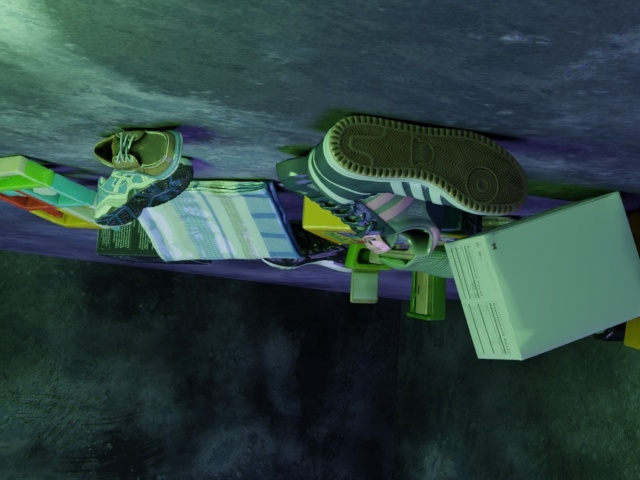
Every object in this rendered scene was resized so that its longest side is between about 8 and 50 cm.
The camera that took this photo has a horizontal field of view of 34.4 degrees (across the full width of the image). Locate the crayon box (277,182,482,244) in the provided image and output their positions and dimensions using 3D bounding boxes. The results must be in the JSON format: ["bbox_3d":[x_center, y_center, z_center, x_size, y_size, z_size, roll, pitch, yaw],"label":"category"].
[{"bbox_3d":[0.106,-0.043,1.799,0.322,0.083,0.203,2,173,19],"label":"crayon box"}]

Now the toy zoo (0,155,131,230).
[{"bbox_3d":[-0.464,-0.072,1.815,0.192,0.030,0.293,-2,159,40],"label":"toy zoo"}]

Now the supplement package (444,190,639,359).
[{"bbox_3d":[0.369,0.059,1.671,0.261,0.204,0.145,-17,180,-19],"label":"supplement package"}]

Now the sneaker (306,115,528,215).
[{"bbox_3d":[0.118,-0.086,1.341,0.282,0.099,0.153,13,166,-18],"label":"sneaker"}]

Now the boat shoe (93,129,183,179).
[{"bbox_3d":[-0.253,-0.118,1.414,0.066,0.066,0.183,10,171,-37],"label":"boat shoe"}]

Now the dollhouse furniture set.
[{"bbox_3d":[0.192,0.086,2.025,0.197,0.151,0.301,3,-179,-23],"label":"dollhouse furniture set"}]

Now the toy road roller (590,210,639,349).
[{"bbox_3d":[0.621,0.081,1.775,0.202,0.241,0.329,5,-173,-22],"label":"toy road roller"}]

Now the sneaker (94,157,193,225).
[{"bbox_3d":[-0.288,-0.093,1.637,0.211,0.081,0.080,-22,159,32],"label":"sneaker"}]

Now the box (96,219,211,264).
[{"bbox_3d":[-0.351,-0.009,2.213,0.207,0.108,0.153,1,173,17],"label":"box"}]

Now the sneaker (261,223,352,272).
[{"bbox_3d":[0.000,0.000,2.268,0.283,0.107,0.124,3,160,-31],"label":"sneaker"}]

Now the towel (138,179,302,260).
[{"bbox_3d":[-0.192,-0.031,1.843,0.284,0.034,0.209,0,140,19],"label":"towel"}]

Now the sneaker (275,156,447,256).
[{"bbox_3d":[0.070,-0.050,1.549,0.319,0.131,0.112,9,173,-35],"label":"sneaker"}]

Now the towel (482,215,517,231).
[{"bbox_3d":[0.269,-0.017,2.088,0.282,0.049,0.187,2,173,16],"label":"towel"}]
